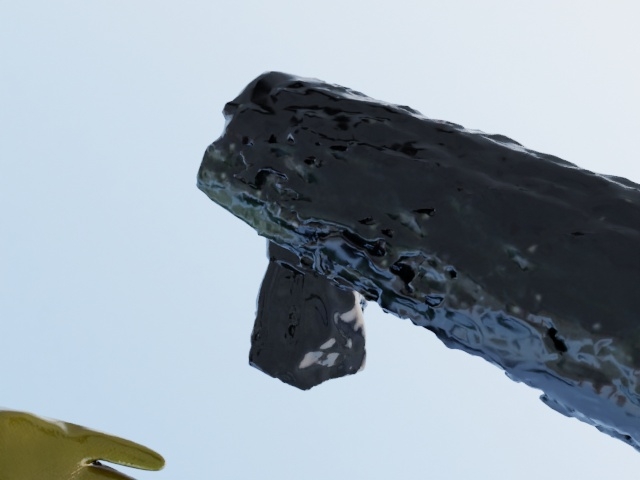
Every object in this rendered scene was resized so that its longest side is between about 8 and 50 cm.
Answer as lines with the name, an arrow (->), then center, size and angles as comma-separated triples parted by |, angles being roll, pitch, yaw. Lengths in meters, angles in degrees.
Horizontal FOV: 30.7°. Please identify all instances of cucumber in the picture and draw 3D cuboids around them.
cucumber -> 0.057, -0.007, 0.368 | 0.211, 0.062, 0.078 | 31, -140, 25

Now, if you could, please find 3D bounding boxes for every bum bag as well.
bum bag -> 0.000, 0.000, 1.169 | 0.137, 0.074, 0.310 | 18, -110, -35

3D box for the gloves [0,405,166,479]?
gloves -> -0.265, 0.227, 1.105 | 0.294, 0.133, 0.116 | 28, 174, -18
